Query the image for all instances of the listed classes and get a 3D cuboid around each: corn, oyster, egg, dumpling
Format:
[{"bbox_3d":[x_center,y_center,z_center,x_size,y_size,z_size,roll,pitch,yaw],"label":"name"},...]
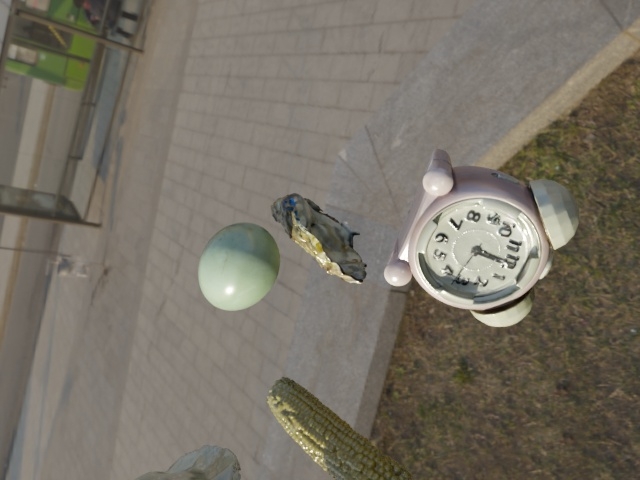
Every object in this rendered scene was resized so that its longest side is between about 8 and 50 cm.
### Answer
[{"bbox_3d":[0.027,0.322,0.973,0.288,0.086,0.087,35,112,28],"label":"corn"},{"bbox_3d":[0.000,0.000,1.216,0.083,0.214,0.223,-51,15,17],"label":"oyster"},{"bbox_3d":[-0.157,0.051,1.193,0.192,0.149,0.149,-53,44,35],"label":"egg"},{"bbox_3d":[-0.171,0.318,0.709,0.247,0.142,0.173,-43,21,26],"label":"dumpling"}]

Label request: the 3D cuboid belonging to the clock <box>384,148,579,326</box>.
[{"bbox_3d":[0.334,0.001,1.308,0.184,0.325,0.342,-62,-8,-56],"label":"clock"}]
